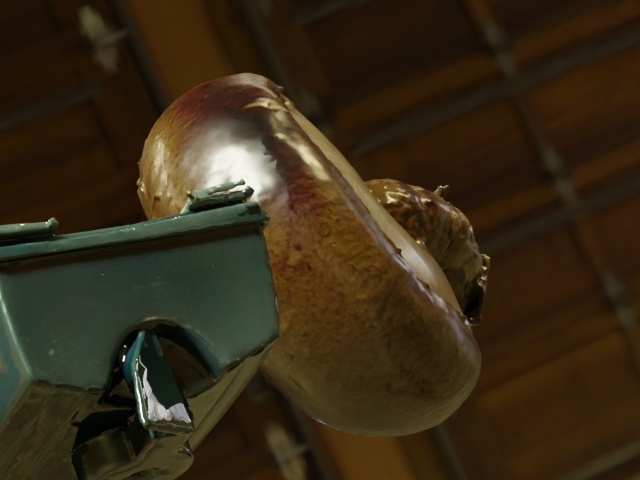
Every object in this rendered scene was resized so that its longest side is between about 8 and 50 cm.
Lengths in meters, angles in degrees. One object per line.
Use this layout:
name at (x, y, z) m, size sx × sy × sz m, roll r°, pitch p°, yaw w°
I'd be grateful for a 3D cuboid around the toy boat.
toy boat at (-0.119, 0.068, 0.753) m, size 0.114 × 0.122 × 0.296 m, roll -8°, pitch -22°, yaw -30°

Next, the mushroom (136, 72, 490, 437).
mushroom at (-0.005, 0.012, 1.298) m, size 0.278 × 0.297 × 0.163 m, roll 27°, pitch -71°, yaw -43°
